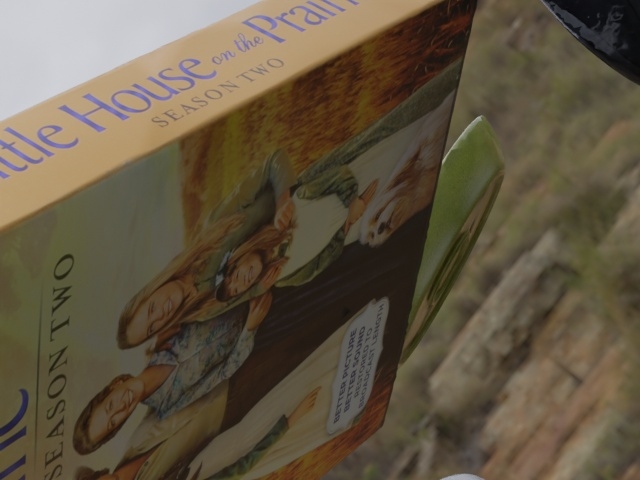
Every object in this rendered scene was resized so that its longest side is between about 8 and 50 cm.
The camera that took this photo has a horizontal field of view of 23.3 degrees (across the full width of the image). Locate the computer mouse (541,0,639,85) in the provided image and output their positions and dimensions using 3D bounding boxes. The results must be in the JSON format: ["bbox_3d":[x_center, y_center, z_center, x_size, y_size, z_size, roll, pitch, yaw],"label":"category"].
[{"bbox_3d":[0.107,-0.177,0.848,0.184,0.262,0.060,-27,-20,-47],"label":"computer mouse"}]

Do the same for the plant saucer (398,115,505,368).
[{"bbox_3d":[0.090,0.015,1.246,0.241,0.037,0.241,-59,-10,-18],"label":"plant saucer"}]

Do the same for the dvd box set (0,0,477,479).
[{"bbox_3d":[-0.086,0.061,0.712,0.420,0.062,0.307,-33,-37,-45],"label":"dvd box set"}]

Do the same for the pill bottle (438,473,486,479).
[{"bbox_3d":[0.105,0.187,0.703,0.094,0.169,0.094,-27,-46,-33],"label":"pill bottle"}]
